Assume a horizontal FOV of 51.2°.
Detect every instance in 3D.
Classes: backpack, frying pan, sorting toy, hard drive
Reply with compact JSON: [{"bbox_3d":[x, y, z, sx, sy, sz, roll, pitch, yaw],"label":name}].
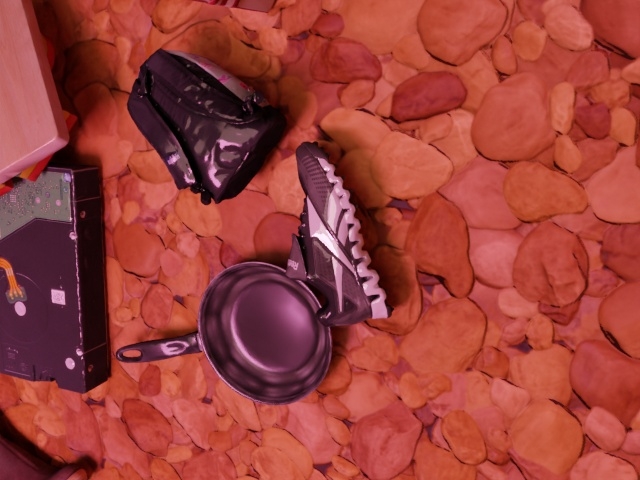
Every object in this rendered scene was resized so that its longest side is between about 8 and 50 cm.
[{"bbox_3d":[-0.145,-0.150,0.822,0.182,0.115,0.152,41,102,11],"label":"backpack"},{"bbox_3d":[-0.119,0.155,0.911,0.326,0.053,0.197,-36,87,27],"label":"frying pan"},{"bbox_3d":[-0.457,-0.179,0.919,0.256,0.089,0.257,-26,72,15],"label":"sorting toy"},{"bbox_3d":[-0.438,0.047,1.016,0.237,0.064,0.338,6,104,22],"label":"hard drive"}]

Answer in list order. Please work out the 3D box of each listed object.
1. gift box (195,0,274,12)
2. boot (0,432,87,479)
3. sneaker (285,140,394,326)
[{"bbox_3d":[-0.154,-0.422,0.691,0.276,0.255,0.258,34,114,9],"label":"gift box"},{"bbox_3d":[-0.512,0.370,1.101,0.248,0.090,0.206,-37,88,29],"label":"boot"},{"bbox_3d":[0.000,0.000,0.795,0.106,0.078,0.234,-21,95,-6],"label":"sneaker"}]
